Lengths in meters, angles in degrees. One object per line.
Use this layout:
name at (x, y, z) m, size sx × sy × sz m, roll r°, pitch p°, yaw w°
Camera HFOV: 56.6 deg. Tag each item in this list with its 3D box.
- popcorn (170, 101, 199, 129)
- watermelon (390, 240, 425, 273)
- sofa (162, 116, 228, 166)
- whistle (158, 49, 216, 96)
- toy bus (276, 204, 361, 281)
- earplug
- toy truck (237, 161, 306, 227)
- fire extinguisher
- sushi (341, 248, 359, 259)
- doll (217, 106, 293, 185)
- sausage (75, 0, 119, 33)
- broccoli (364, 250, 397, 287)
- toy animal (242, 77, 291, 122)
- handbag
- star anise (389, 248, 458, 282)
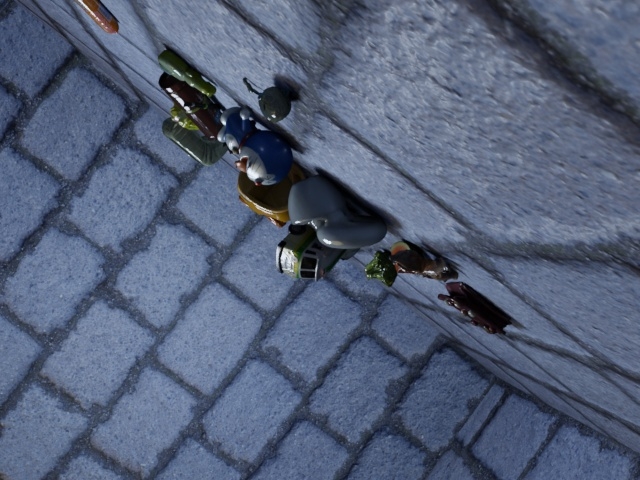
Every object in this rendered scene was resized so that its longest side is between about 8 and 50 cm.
popcorn at (-0.461, -0.459, 2.127) m, size 0.145 × 0.126 × 0.126 m, roll 10°, pitch -173°, yaw 6°
watermelon at (0.266, 0.062, 1.878) m, size 0.135 × 0.094 × 0.125 m, roll 29°, pitch 172°, yaw 43°
sofa at (-0.472, -0.416, 2.295) m, size 0.225 × 0.176 × 0.210 m, roll 41°, pitch 175°, yaw -27°
whistle at (-0.393, -0.482, 1.738) m, size 0.198 × 0.057 × 0.104 m, roll 38°, pitch 174°, yaw 8°
toy bus at (0.000, 0.000, 1.959) m, size 0.179 × 0.305 × 0.143 m, roll 28°, pitch 140°, yaw 18°
earplug at (0.047, -0.075, 1.813) m, size 0.326 × 0.175 × 0.214 m, roll 31°, pitch -154°, yaw 14°
toy truck at (-0.161, -0.182, 2.049) m, size 0.288 × 0.204 × 0.211 m, roll 36°, pitch 173°, yaw 20°
fire extinguisher at (-0.384, -0.415, 1.944) m, size 0.341 × 0.105 × 0.141 m, roll 48°, pitch -153°, yaw -51°
sushi at (0.078, -0.036, 2.211) m, size 0.115 × 0.147 × 0.212 m, roll 42°, pitch 162°, yaw 44°
doll at (-0.200, -0.275, 1.749) m, size 0.257 × 0.161 × 0.215 m, roll 39°, pitch 151°, yaw 17°
sausage at (-0.702, -0.720, 1.755) m, size 0.053 × 0.053 × 0.348 m, roll 36°, pitch 175°, yaw 24°
broccoli at (0.243, 0.110, 2.335) m, size 0.162 × 0.138 × 0.145 m, roll 79°, pitch 170°, yaw -66°
toy animal at (-0.113, -0.313, 1.323) m, size 0.253 × 0.070 × 0.079 m, roll -126°, pitch 23°, yaw -61°
handbag at (0.488, 0.220, 1.898) m, size 0.216 × 0.074 × 0.203 m, roll 38°, pitch 176°, yaw -2°
star anise at (0.309, 0.077, 1.756) m, size 0.208 × 0.063 × 0.172 m, roll 12°, pitch 168°, yaw 28°
